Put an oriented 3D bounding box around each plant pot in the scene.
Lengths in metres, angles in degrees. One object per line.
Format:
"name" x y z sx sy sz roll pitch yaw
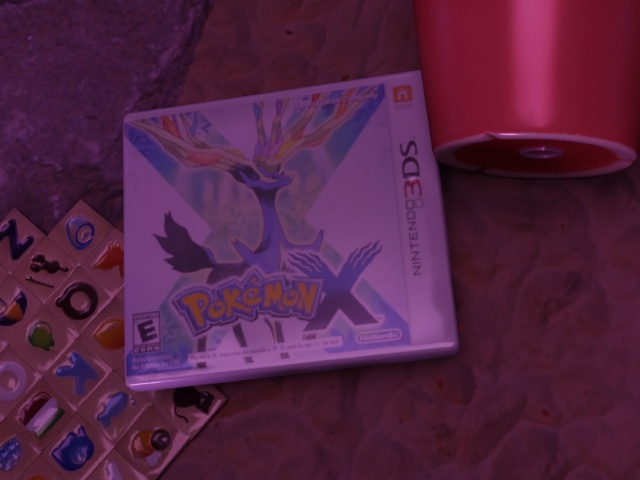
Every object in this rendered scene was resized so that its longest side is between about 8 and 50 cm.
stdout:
"plant pot" 0.211 -0.196 1.054 0.275 0.275 0.243 1 82 12

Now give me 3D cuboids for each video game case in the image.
"video game case" -0.039 -0.013 1.101 0.329 0.036 0.300 -8 69 9

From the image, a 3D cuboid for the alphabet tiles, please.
"alphabet tiles" -0.275 0.126 1.164 0.342 0.011 0.285 38 82 20
